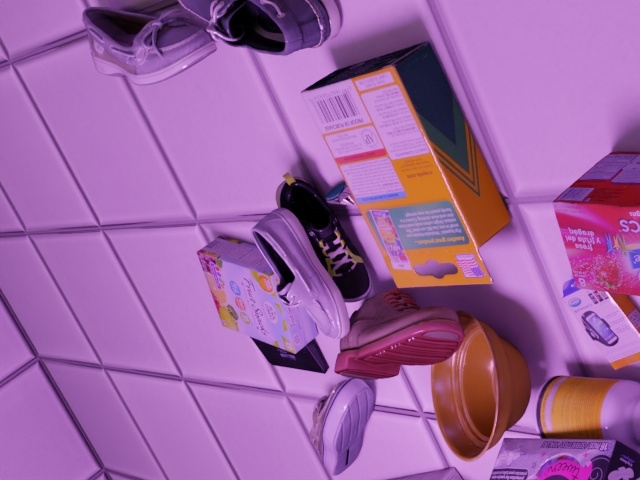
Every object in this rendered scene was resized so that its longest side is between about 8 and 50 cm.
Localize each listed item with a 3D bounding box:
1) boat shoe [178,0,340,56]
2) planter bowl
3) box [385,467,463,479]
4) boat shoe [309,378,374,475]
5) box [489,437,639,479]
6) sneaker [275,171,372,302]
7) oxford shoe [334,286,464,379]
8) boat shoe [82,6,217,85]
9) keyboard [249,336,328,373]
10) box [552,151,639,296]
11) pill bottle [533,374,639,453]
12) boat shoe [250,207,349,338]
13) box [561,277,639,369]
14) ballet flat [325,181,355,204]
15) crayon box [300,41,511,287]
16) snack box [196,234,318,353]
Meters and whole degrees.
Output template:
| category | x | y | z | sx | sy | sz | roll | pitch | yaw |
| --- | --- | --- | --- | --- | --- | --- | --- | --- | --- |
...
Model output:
| category | x | y | z | sx | sy | sz | roll | pitch | yaw |
| --- | --- | --- | --- | --- | --- | --- | --- | --- | --- |
| boat shoe | -0.117 | -0.333 | 1.574 | 0.319 | 0.099 | 0.116 | 24 | 139 | 38 |
| planter bowl | 0.246 | 0.210 | 1.609 | 0.217 | 0.090 | 0.217 | 180 | 90 | -70 |
| box | 0.155 | 0.478 | 2.031 | 0.063 | 0.067 | 0.324 | 54 | 146 | -3 |
| boat shoe | 0.024 | 0.335 | 2.025 | 0.094 | 0.109 | 0.302 | 40 | 148 | 22 |
| box | 0.348 | 0.359 | 1.470 | 0.163 | 0.142 | 0.247 | 30 | 159 | -18 |
| sneaker | 0.000 | 0.000 | 1.730 | 0.235 | 0.084 | 0.097 | 55 | 173 | -3 |
| oxford shoe | 0.110 | 0.128 | 1.683 | 0.348 | 0.123 | 0.130 | 150 | 128 | -62 |
| boat shoe | -0.288 | -0.326 | 1.785 | 0.320 | 0.118 | 0.103 | 19 | 139 | 51 |
| keyboard | -0.065 | 0.200 | 2.080 | 0.180 | 0.023 | 0.108 | 0 | 131 | 51 |
| box | 0.402 | -0.015 | 1.200 | 0.256 | 0.128 | 0.123 | 6 | 125 | 48 |
| pill bottle | 0.385 | 0.237 | 1.482 | 0.184 | 0.103 | 0.103 | -4 | 117 | 53 |
| boat shoe | -0.037 | 0.063 | 1.707 | 0.228 | 0.081 | 0.079 | 61 | 151 | -6 |
| box | 0.376 | 0.099 | 1.436 | 0.136 | 0.028 | 0.081 | 55 | 147 | 1 |
| ballet flat | 0.046 | -0.073 | 1.675 | 0.041 | 0.041 | 0.114 | 54 | 148 | -2 |
| crayon box | 0.126 | -0.094 | 1.513 | 0.203 | 0.083 | 0.323 | -6 | 115 | 53 |
| snack box | -0.116 | 0.096 | 2.006 | 0.207 | 0.070 | 0.175 | 14 | 131 | 42 |
